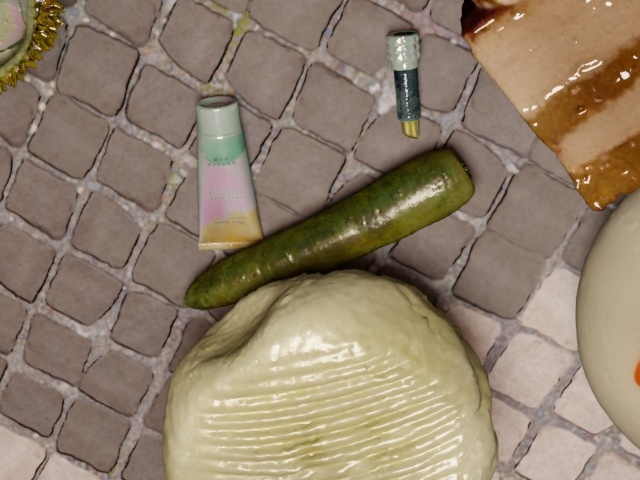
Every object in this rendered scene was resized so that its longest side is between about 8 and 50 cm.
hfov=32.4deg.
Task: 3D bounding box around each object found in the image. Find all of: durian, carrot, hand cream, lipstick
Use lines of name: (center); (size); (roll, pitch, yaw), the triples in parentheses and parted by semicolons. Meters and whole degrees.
durian: (-0.374, -0.246, 1.142); (0.237, 0.138, 0.193); (5, 113, 5)
carrot: (0.000, 0.000, 1.204); (0.358, 0.074, 0.074); (-25, 102, 15)
hand cream: (-0.104, -0.070, 1.214); (0.076, 0.047, 0.174); (-2, 115, 3)
lipstick: (0.090, -0.161, 1.162); (0.037, 0.037, 0.116); (-2, 111, 8)

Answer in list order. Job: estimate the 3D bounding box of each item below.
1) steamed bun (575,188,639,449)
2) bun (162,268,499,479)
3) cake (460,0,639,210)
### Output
steamed bun: (0.443, 0.087, 1.088); (0.374, 0.241, 0.374); (3, 106, 10)
bun: (0.013, 0.198, 1.181); (0.349, 0.227, 0.352); (-9, 103, 10)
cake: (0.241, -0.206, 1.007); (0.196, 0.199, 0.293); (-33, 114, 28)
